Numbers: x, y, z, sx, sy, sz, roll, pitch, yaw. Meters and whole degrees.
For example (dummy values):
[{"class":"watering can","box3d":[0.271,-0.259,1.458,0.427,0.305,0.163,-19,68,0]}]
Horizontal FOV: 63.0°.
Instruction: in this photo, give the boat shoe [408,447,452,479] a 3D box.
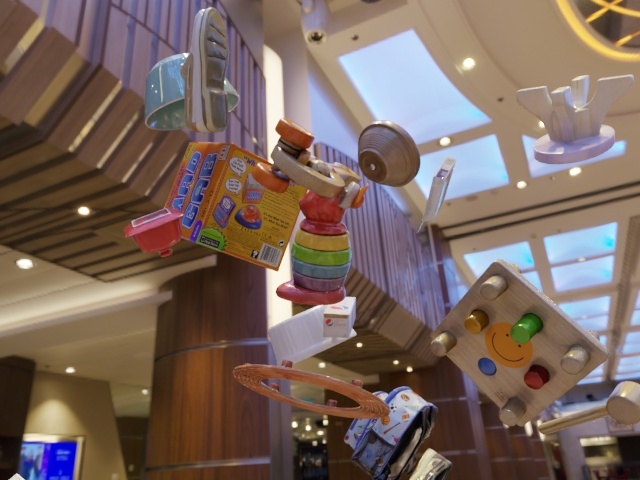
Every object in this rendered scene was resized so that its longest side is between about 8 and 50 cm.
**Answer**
[{"class":"boat shoe","box3d":[0.241,0.571,1.192,0.073,0.223,0.080,9,-62,29]}]

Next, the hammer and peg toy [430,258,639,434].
[{"class":"hammer and peg toy","box3d":[0.401,0.242,0.999,0.127,0.361,0.266,-23,-29,-45]}]

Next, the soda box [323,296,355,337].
[{"class":"soda box","box3d":[0.057,0.216,1.497,0.074,0.069,0.216,1,7,8]}]

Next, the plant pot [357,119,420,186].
[{"class":"plant pot","box3d":[0.202,-0.268,1.734,0.110,0.237,0.237,-39,-5,-32]}]

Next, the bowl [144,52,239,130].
[{"class":"bowl","box3d":[-0.435,-0.488,1.687,0.312,0.163,0.311,-19,0,0]}]

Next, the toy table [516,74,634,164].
[{"class":"toy table","box3d":[0.609,-0.299,1.259,0.252,0.160,0.274,-3,21,27]}]

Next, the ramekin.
[{"class":"ramekin","box3d":[-0.035,0.302,1.699,0.277,0.135,0.277,-24,-9,-4]}]

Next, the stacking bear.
[{"class":"stacking bear","box3d":[0.000,0.000,1.307,0.164,0.289,0.175,13,18,24]}]

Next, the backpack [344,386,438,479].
[{"class":"backpack","box3d":[0.220,0.567,1.562,0.263,0.213,0.276,-54,-27,4]}]

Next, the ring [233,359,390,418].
[{"class":"ring","box3d":[-0.019,0.313,1.098,0.337,0.032,0.336,12,-27,6]}]

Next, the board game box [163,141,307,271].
[{"class":"board game box","box3d":[-0.326,-0.129,1.948,0.357,0.356,0.356,23,-6,-38]}]

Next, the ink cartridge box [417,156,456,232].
[{"class":"ink cartridge box","box3d":[0.414,-0.158,1.847,0.045,0.223,0.224,20,-57,15]}]

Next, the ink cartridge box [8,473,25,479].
[{"class":"ink cartridge box","box3d":[-0.740,0.759,1.250,0.296,0.261,0.066,31,-50,13]}]

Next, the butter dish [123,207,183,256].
[{"class":"butter dish","box3d":[-0.441,-0.011,1.427,0.160,0.118,0.160,-23,18,-17]}]

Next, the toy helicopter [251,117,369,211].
[{"class":"toy helicopter","box3d":[0.026,-0.145,1.185,0.140,0.235,0.355,-60,-17,16]}]

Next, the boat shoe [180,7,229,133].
[{"class":"boat shoe","box3d":[-0.296,-0.419,1.296,0.103,0.302,0.113,1,0,25]}]
